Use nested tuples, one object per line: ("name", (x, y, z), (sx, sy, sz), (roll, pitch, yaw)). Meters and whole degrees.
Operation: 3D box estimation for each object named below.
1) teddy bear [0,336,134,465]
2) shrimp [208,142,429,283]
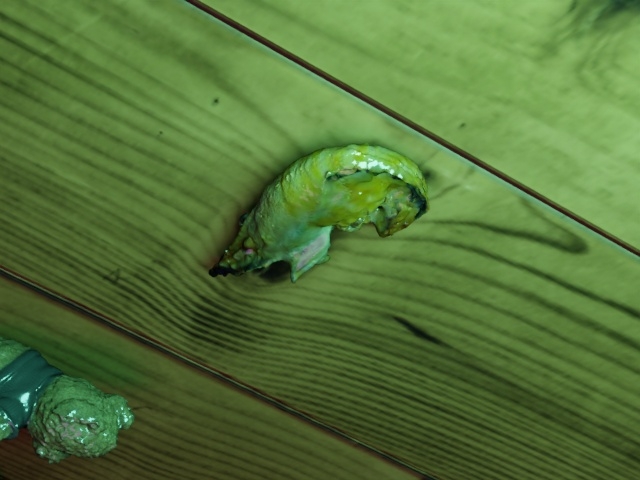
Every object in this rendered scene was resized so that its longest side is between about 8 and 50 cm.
("teddy bear", (-0.320, 0.165, 1.532), (0.251, 0.182, 0.129), (3, 108, 21))
("shrimp", (-0.009, 0.003, 1.209), (0.117, 0.066, 0.262), (26, 147, -14))
